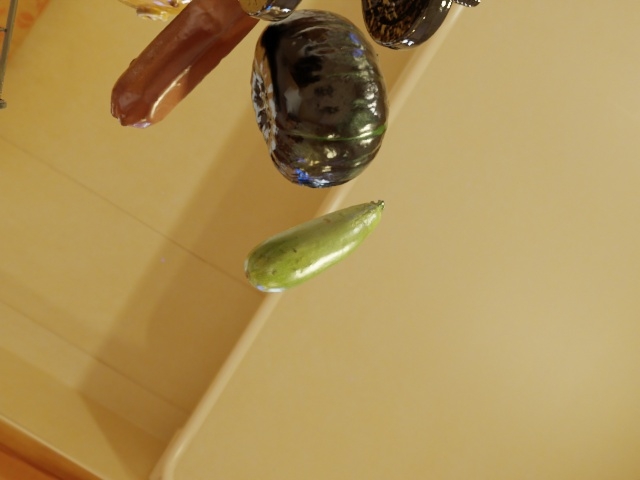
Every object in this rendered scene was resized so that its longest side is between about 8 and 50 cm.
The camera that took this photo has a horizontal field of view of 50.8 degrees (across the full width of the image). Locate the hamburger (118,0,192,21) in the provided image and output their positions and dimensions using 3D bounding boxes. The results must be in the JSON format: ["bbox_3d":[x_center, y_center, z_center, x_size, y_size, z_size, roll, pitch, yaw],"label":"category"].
[{"bbox_3d":[-0.312,-0.561,1.343,0.261,0.302,0.186,79,16,-72],"label":"hamburger"}]

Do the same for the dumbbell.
[{"bbox_3d":[0.024,-0.265,0.632,0.143,0.325,0.143,-9,-101,60],"label":"dumbbell"}]

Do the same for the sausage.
[{"bbox_3d":[-0.215,-0.323,1.125,0.348,0.097,0.094,-46,172,-2],"label":"sausage"}]

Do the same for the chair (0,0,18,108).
[{"bbox_3d":[-0.520,-0.285,1.028,0.104,0.095,0.221,-111,-147,-74],"label":"chair"}]

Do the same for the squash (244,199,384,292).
[{"bbox_3d":[0.003,0.007,1.429,0.370,0.118,0.118,-25,165,-30],"label":"squash"}]

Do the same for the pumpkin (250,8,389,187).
[{"bbox_3d":[0.008,-0.250,1.205,0.315,0.238,0.315,173,-90,-72],"label":"pumpkin"}]
